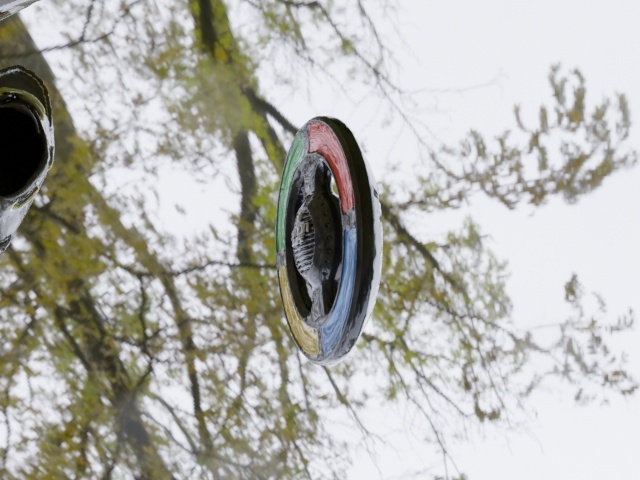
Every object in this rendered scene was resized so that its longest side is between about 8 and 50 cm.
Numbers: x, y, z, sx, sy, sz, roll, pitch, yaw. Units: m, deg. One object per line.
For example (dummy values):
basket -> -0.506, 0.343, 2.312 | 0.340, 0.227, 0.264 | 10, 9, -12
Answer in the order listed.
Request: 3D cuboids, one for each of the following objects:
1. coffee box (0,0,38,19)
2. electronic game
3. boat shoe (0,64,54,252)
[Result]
coffee box -> -0.185, -0.283, 0.497 | 0.119, 0.297, 0.168 | 1, -141, 47
electronic game -> 0.000, 0.000, 0.907 | 0.048, 0.229, 0.229 | 0, -135, -19
boat shoe -> -0.237, -0.073, 0.745 | 0.069, 0.081, 0.228 | -47, -152, 29
